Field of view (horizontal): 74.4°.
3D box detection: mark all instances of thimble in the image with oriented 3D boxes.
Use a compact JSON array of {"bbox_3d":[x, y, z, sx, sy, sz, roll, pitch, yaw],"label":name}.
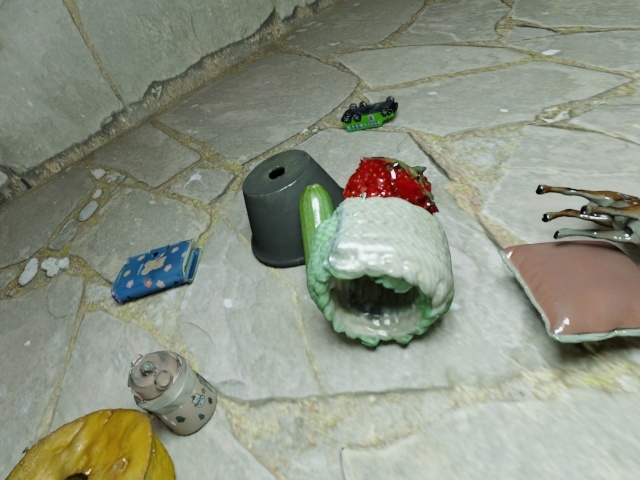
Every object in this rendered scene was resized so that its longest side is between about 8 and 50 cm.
[{"bbox_3d":[0.086,0.045,0.629,0.219,0.219,0.150,-11,40,20],"label":"thimble"}]

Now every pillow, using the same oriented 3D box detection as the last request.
[{"bbox_3d":[0.346,0.065,0.553,0.171,0.075,0.179,-4,33,2],"label":"pillow"}]

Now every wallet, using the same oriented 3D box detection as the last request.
[{"bbox_3d":[-0.396,0.070,1.026,0.202,0.059,0.141,-17,36,14],"label":"wallet"}]

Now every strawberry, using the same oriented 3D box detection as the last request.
[{"bbox_3d":[0.119,-0.062,0.792,0.201,0.184,0.187,-47,36,23],"label":"strawberry"}]

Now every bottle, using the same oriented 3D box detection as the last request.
[{"bbox_3d":[-0.240,0.230,0.662,0.099,0.152,0.099,-18,39,15],"label":"bottle"}]

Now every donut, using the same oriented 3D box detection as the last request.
[{"bbox_3d":[-0.327,0.370,0.584,0.278,0.108,0.277,-17,38,14],"label":"donut"}]

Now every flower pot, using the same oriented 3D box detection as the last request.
[{"bbox_3d":[-0.064,-0.090,0.929,0.269,0.166,0.269,-16,37,12],"label":"flower pot"}]

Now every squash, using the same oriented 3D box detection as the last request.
[{"bbox_3d":[0.000,0.000,0.796,0.068,0.077,0.219,-6,75,-6],"label":"squash"}]

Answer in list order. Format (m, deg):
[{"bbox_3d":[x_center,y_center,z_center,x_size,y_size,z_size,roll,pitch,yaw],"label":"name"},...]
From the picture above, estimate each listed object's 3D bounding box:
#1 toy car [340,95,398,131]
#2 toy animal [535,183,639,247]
[{"bbox_3d":[0.143,-0.358,1.202,0.165,0.062,0.071,-1,45,31],"label":"toy car"},{"bbox_3d":[0.442,-0.018,0.547,0.260,0.087,0.243,8,32,3],"label":"toy animal"}]
